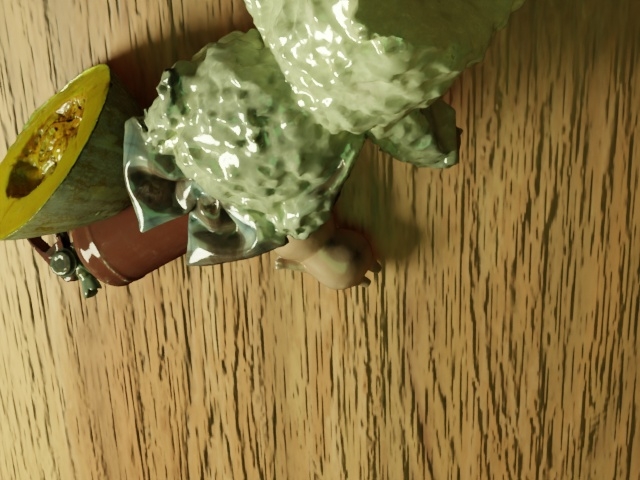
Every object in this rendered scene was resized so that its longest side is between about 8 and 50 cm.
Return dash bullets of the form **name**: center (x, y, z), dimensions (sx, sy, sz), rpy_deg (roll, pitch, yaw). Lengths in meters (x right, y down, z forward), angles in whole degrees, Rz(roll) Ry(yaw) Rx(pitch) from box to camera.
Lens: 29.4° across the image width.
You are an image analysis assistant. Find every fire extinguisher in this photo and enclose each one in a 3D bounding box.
- **fire extinguisher**: center (-0.191, -0.044, 1.344), dimensions (0.337, 0.106, 0.147), rpy_deg (-27, 77, 21)

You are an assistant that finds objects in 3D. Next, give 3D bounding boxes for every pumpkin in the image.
- **pumpkin**: center (-0.254, -0.078, 1.288), dimensions (0.110, 0.217, 0.217), rpy_deg (29, 120, -32)

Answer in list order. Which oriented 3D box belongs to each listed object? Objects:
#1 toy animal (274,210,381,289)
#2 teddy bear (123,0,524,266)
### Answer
- **toy animal**: center (0.003, 0.000, 1.331), dimensions (0.150, 0.083, 0.089), rpy_deg (37, 145, -24)
- **teddy bear**: center (0.010, -0.185, 1.173), dimensions (0.327, 0.375, 0.362), rpy_deg (40, 144, -10)
